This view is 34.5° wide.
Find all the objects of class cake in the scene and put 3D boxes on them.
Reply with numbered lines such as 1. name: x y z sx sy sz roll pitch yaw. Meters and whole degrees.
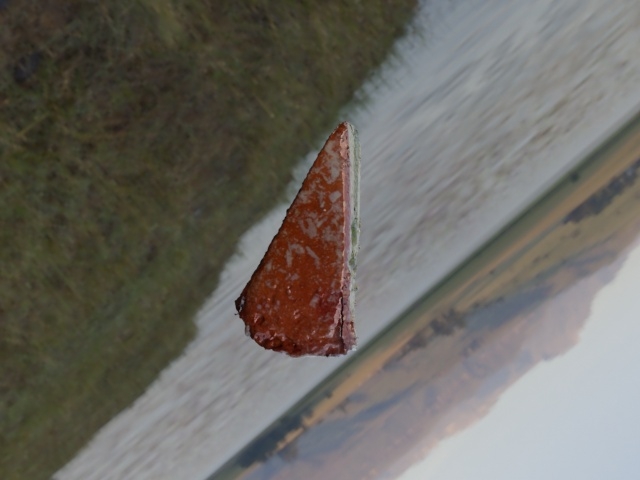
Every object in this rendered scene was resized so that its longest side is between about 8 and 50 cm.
1. cake: -0.019 0.003 0.988 0.117 0.220 0.086 -3 172 12
